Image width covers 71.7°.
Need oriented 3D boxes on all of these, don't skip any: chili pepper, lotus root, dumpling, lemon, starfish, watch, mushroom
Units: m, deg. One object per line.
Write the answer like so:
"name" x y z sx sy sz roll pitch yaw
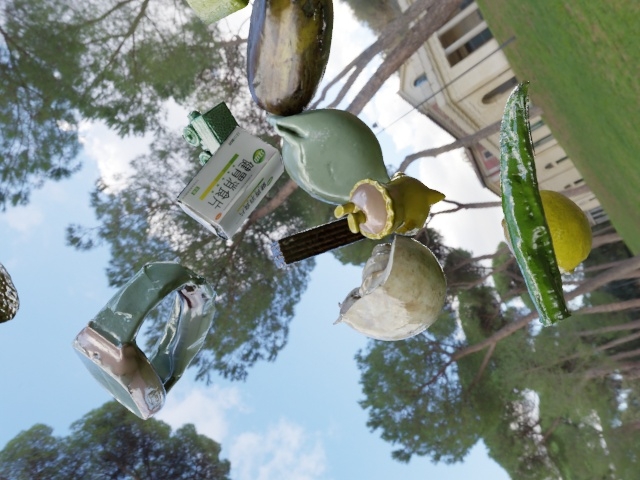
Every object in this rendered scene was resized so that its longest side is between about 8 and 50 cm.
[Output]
"chili pepper" 0.312 -0.052 0.664 0.085 0.077 0.358 -11 -91 -50
"lotus root" -0.078 -0.451 1.056 0.196 0.397 0.179 34 -128 13
"dumpling" 0.013 -0.203 1.132 0.212 0.270 0.320 -30 -87 -41
"lemon" 0.672 -0.028 1.326 0.234 0.233 0.288 6 -130 -51
"starfish" 0.109 0.274 1.781 0.053 0.175 0.208 36 180 -12
"watch" -0.305 0.166 0.828 0.162 0.253 0.241 25 -130 20
"mushroom" 0.173 0.112 0.975 0.189 0.253 0.195 35 -146 -7

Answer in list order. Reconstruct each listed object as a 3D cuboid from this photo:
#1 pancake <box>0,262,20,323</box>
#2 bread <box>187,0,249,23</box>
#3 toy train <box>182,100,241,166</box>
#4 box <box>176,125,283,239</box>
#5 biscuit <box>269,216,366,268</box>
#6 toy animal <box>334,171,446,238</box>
"pancake" -0.725 0.080 0.932 0.235 0.029 0.212 59 179 28
"bread" -0.214 -0.509 0.874 0.129 0.114 0.111 68 -157 0
"toy train" -0.407 -0.392 1.722 0.145 0.202 0.266 -51 -58 -36
"box" -0.287 -0.182 1.438 0.173 0.332 0.145 32 166 16
"biscuit" 0.000 0.000 1.131 0.252 0.106 0.070 -19 -92 -20
"toy animal" 0.146 -0.078 0.975 0.230 0.156 0.156 -21 -98 -29
